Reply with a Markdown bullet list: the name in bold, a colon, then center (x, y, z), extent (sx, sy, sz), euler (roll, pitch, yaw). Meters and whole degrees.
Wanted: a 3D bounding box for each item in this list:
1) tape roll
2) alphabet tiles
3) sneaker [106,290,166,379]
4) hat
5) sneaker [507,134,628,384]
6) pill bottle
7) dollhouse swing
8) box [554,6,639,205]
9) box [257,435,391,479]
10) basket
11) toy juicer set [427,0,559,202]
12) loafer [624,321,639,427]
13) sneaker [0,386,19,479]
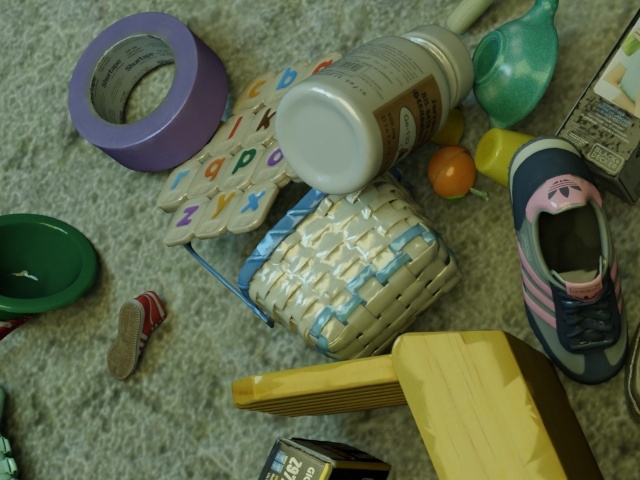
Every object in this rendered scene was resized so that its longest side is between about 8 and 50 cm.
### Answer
- **tape roll**: center (-0.216, -0.186, 1.933), extent (0.189, 0.080, 0.189), euler (-11, 64, 24)
- **alphabet tiles**: center (-0.076, -0.107, 1.842), extent (0.284, 0.021, 0.278), euler (-11, 44, 43)
- **sneaker**: center (-0.230, 0.118, 1.942), extent (0.042, 0.067, 0.118), euler (27, 120, 16)
- **hat**: center (-0.400, 0.089, 1.995), extent (0.209, 0.183, 0.173), euler (-7, 47, -22)
- **sneaker**: center (0.275, 0.050, 1.678), extent (0.112, 0.131, 0.319), euler (-19, 119, 5)
- **pill bottle**: center (0.067, -0.152, 1.696), extent (0.131, 0.229, 0.131), euler (22, 128, 30)
- **dollhouse swing**: center (0.120, 0.247, 1.655), extent (0.305, 0.347, 0.315), euler (-24, 76, 10)
- **box**: center (0.388, -0.194, 1.744), extent (0.087, 0.169, 0.290), euler (34, 93, 20)
- **box**: center (-0.046, 0.380, 1.731), extent (0.079, 0.257, 0.322), euler (24, 88, 17)
- **basket**: center (0.000, 0.000, 1.806), extent (0.255, 0.201, 0.289), euler (-43, 64, 1)
- **toy juicer set**: center (0.208, -0.190, 1.814), extent (0.090, 0.209, 0.329), euler (20, 68, -24)
- **loafer**: center (0.399, 0.094, 1.736), extent (0.094, 0.087, 0.251), euler (12, 85, 17)
- **sneaker**: center (-0.384, 0.304, 1.941), extent (0.151, 0.094, 0.255), euler (9, 64, -12)
